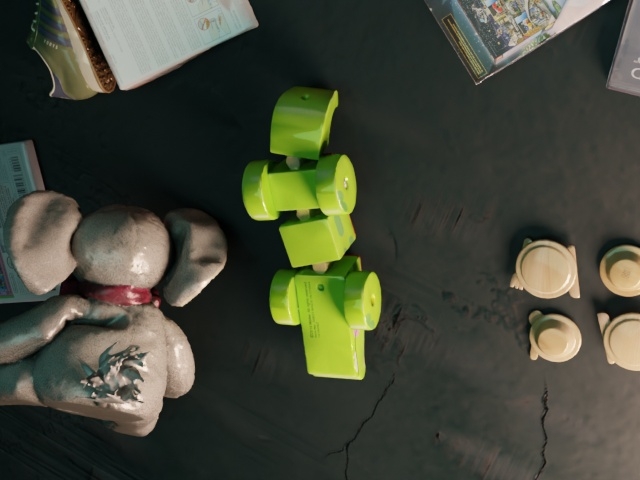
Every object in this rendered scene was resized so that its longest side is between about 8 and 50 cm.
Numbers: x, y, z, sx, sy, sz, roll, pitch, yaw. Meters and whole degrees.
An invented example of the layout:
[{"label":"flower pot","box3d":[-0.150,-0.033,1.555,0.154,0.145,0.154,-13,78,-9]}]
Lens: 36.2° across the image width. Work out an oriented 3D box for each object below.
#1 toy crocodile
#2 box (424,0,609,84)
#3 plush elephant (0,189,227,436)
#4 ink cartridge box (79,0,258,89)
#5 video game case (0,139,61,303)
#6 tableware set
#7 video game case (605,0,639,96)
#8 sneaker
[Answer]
[{"label":"toy crocodile","box3d":[0.000,0.000,1.086,0.115,0.105,0.341,-4,110,23]},{"label":"box","box3d":[0.160,-0.293,0.945,0.159,0.044,0.233,-30,94,28]},{"label":"plush elephant","box3d":[-0.255,0.072,1.142,0.271,0.256,0.330,17,159,-24]},{"label":"ink cartridge box","box3d":[-0.175,-0.271,1.106,0.179,0.045,0.146,-23,97,9]},{"label":"video game case","box3d":[-0.435,-0.019,1.297,0.193,0.023,0.213,-5,106,24]},{"label":"tableware set","box3d":[0.283,0.067,1.027,0.168,0.020,0.141,2,106,23]},{"label":"video game case","box3d":[0.390,-0.248,0.876,0.196,0.026,0.274,17,114,17]},{"label":"sneaker","box3d":[-0.313,-0.254,1.143,0.086,0.064,0.192,-13,105,21]}]
